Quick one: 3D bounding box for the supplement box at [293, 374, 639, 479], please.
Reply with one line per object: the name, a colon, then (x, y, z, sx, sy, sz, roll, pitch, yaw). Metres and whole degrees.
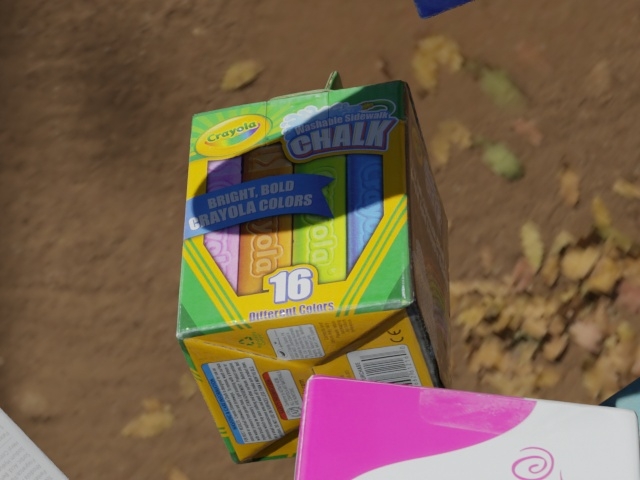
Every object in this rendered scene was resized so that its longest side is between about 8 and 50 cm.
supplement box: (0.037, 0.160, 0.561, 0.111, 0.220, 0.114, 7, 136, 0)

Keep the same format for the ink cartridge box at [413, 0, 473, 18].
ink cartridge box: (0.151, -0.331, 1.073, 0.324, 0.071, 0.330, -21, 103, 7)

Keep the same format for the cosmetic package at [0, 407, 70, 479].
cosmetic package: (-0.168, 0.180, 0.953, 0.231, 0.085, 0.117, 46, 123, 0)

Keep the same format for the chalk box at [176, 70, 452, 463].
chalk box: (0.000, 0.000, 1.441, 0.179, 0.289, 0.180, -9, 138, 10)

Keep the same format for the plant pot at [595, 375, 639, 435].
plant pot: (0.353, 0.250, 1.674, 0.248, 0.252, 0.247, -33, 137, -7)
